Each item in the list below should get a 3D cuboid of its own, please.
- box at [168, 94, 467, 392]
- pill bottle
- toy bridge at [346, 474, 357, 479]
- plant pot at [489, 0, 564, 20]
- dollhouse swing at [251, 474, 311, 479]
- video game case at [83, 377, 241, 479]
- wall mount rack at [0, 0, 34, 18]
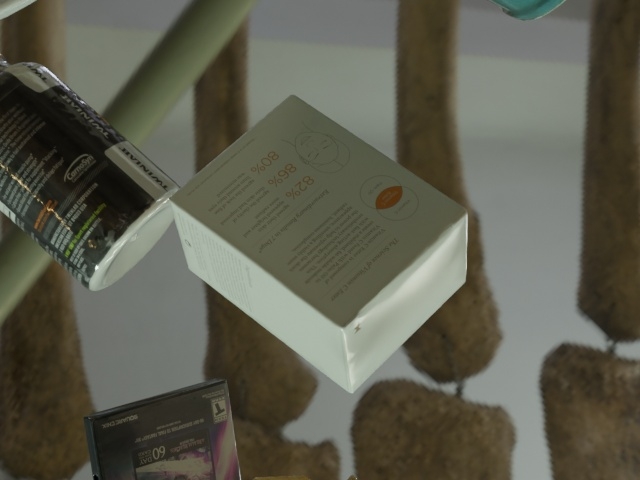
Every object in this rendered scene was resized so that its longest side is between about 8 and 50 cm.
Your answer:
[{"bbox_3d":[0.000,0.000,0.974,0.170,0.091,0.130,37,-115,26],"label":"box"},{"bbox_3d":[-0.257,-0.078,1.273,0.246,0.130,0.130,42,-140,6],"label":"pill bottle"},{"bbox_3d":[0.074,0.232,0.944,0.063,0.026,0.188,-45,-72,-28],"label":"toy bridge"},{"bbox_3d":[0.074,-0.318,0.897,0.255,0.271,0.271,20,-138,-13],"label":"plant pot"},{"bbox_3d":[-0.102,0.470,1.459,0.315,0.347,0.305,41,-163,9],"label":"dollhouse swing"},{"bbox_3d":[-0.185,0.328,1.707,0.196,0.026,0.274,-13,-81,-35],"label":"video game case"},{"bbox_3d":[-0.109,-0.179,0.382,0.304,0.350,0.130,-34,-93,-40],"label":"wall mount rack"}]
